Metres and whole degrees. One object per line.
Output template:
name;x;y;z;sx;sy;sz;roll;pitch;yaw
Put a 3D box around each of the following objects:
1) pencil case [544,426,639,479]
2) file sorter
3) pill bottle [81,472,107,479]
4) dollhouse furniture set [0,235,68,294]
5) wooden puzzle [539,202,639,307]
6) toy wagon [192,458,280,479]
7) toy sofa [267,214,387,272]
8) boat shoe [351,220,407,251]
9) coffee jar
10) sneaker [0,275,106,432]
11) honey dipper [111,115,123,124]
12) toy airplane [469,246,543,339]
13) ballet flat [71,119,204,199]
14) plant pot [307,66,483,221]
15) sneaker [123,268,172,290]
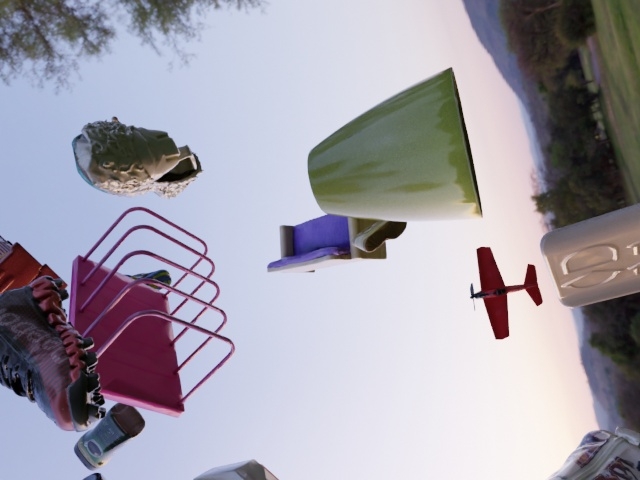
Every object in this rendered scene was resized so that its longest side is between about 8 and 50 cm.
pencil case;0.418;0.489;0.835;0.410;0.160;0.184;-24;-59;-22
file sorter;-0.286;0.108;0.832;0.202;0.182;0.291;35;-163;-40
pill bottle;-0.490;0.656;1.107;0.219;0.122;0.123;57;-150;-13
dollhouse furniture set;-0.723;0.161;0.959;0.374;0.201;0.152;-56;-38;-24
wooden puzzle;0.681;0.019;1.095;0.348;0.321;0.081;44;-147;-46
toy wagon;-0.081;0.488;0.666;0.068;0.267;0.345;-10;-106;-50
toy sofa;0.000;0.000;1.335;0.177;0.362;0.150;3;-101;-35
boat shoe;0.136;-0.022;1.088;0.153;0.048;0.056;-33;-56;-32
coffee jar;-0.524;0.486;1.197;0.096;0.184;0.079;49;-162;4
sneaker;-0.357;0.145;0.593;0.135;0.276;0.098;-15;-55;-37
honey dipper;-0.536;-0.300;1.401;0.160;0.030;0.031;43;-142;-31
toy airplane;0.297;0.080;0.766;0.151;0.028;0.151;5;-102;-23
ballet flat;-0.327;-0.163;0.947;0.409;0.146;0.147;-84;-24;-86
plant pot;0.133;-0.149;0.924;0.274;0.293;0.275;-11;-90;-70
sneaker;-0.452;0.115;1.182;0.188;0.078;0.067;-12;-98;-59
